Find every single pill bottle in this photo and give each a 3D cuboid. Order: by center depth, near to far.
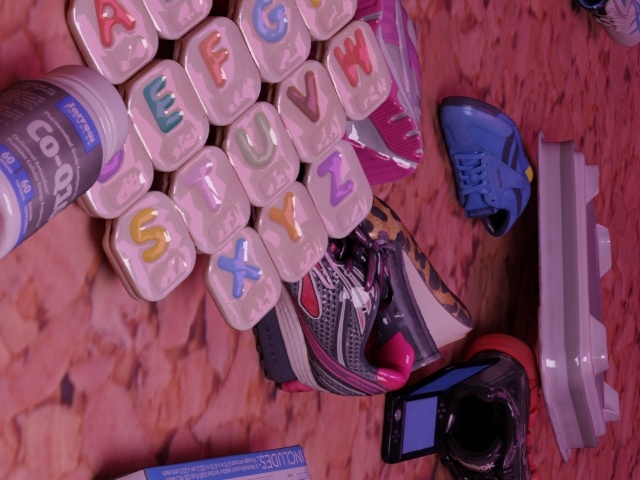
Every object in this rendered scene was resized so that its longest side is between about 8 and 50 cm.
[{"bbox_3d":[-0.174,-0.048,0.943,0.137,0.078,0.078,-48,136,-52],"label":"pill bottle"}]

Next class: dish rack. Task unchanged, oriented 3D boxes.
[{"bbox_3d":[0.298,0.065,1.864,0.285,0.072,0.332,62,27,-59],"label":"dish rack"}]

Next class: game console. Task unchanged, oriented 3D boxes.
[{"bbox_3d":[0.121,0.168,1.609,0.122,0.071,0.107,1,94,-59],"label":"game console"}]

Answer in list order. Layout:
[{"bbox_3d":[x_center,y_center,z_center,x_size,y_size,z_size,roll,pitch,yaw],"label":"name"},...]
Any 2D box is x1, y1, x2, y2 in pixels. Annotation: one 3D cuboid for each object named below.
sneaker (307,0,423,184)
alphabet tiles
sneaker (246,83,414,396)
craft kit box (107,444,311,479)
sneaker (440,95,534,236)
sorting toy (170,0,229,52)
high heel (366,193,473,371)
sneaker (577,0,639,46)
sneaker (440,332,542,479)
[{"bbox_3d":[0.019,-0.174,1.314,0.111,0.103,0.252,-77,155,-55],"label":"sneaker"},{"bbox_3d":[-0.058,-0.089,1.132,0.284,0.021,0.278,-43,122,-32],"label":"alphabet tiles"},{"bbox_3d":[0.000,0.000,1.281,0.121,0.112,0.299,-60,145,-40],"label":"sneaker"},{"bbox_3d":[-0.053,0.282,1.187,0.250,0.061,0.246,8,61,-64],"label":"craft kit box"},{"bbox_3d":[0.169,-0.073,1.675,0.209,0.069,0.082,53,52,-56],"label":"sneaker"},{"bbox_3d":[-0.074,-0.149,1.179,0.102,0.061,0.042,-55,-175,-34],"label":"sorting toy"},{"bbox_3d":[0.062,0.019,1.481,0.186,0.093,0.261,65,6,1],"label":"high heel"},{"bbox_3d":[0.356,-0.306,2.023,0.086,0.085,0.237,-51,151,-8],"label":"sneaker"},{"bbox_3d":[0.181,0.244,1.733,0.135,0.098,0.276,-33,122,-59],"label":"sneaker"}]
